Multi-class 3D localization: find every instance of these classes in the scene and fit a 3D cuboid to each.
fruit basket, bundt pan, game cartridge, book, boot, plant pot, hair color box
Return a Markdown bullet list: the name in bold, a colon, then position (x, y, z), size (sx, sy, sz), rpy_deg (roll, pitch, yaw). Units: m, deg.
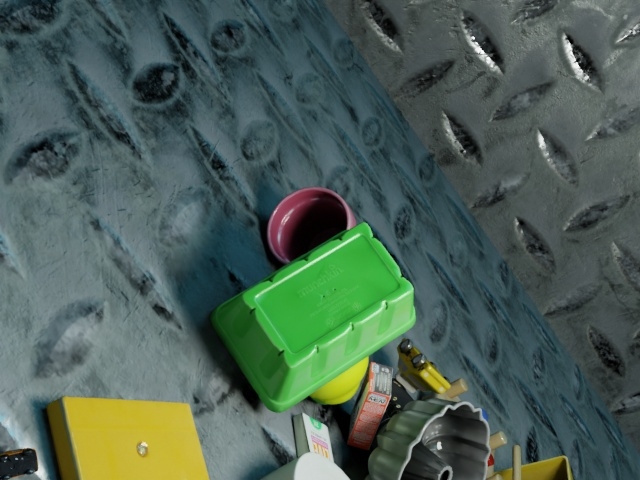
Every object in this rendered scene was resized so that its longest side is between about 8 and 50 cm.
- **fruit basket**: position (-0.004, 0.175, 1.919), size (0.283, 0.392, 0.392), rpy_deg (55, 24, 13)
- **bundt pan**: position (0.211, 0.474, 2.010), size (0.331, 0.124, 0.330), rpy_deg (-18, 115, -43)
- **game cartridge**: position (-0.267, 0.397, 1.454), size (0.285, 0.053, 0.323), rpy_deg (18, 49, -55)
- **book**: position (-0.009, 0.425, 1.915), size (0.096, 0.035, 0.144), rpy_deg (37, 31, -45)
- **boot**: position (0.162, 0.389, 2.171), size (0.236, 0.085, 0.178), rpy_deg (22, 24, -51)
- **plant pot**: position (0.000, 0.000, 2.231), size (0.180, 0.201, 0.201), rpy_deg (48, 22, -61)
- **plant pot**: position (0.567, 0.712, 2.465), size (0.187, 0.212, 0.212), rpy_deg (61, 22, -27)
- **hair color box**: position (0.104, 0.352, 2.044), size (0.053, 0.167, 0.093), rpy_deg (17, 34, -3)

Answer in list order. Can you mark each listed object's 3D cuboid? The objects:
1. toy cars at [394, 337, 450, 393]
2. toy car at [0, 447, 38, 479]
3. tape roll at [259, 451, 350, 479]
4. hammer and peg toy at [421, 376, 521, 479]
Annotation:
- **toy cars**: position (0.158, 0.240, 2.280), size (0.393, 0.087, 0.176), rpy_deg (46, 1, 29)
- **toy car**: position (-0.400, 0.332, 1.311), size (0.040, 0.060, 0.122), rpy_deg (14, -51, 62)
- **tape roll**: position (0.001, 0.522, 1.695), size (0.286, 0.100, 0.286), rpy_deg (50, 18, -23)
- **hammer and peg toy**: position (0.379, 0.534, 2.391), size (0.361, 0.127, 0.266), rpy_deg (53, 24, -13)
